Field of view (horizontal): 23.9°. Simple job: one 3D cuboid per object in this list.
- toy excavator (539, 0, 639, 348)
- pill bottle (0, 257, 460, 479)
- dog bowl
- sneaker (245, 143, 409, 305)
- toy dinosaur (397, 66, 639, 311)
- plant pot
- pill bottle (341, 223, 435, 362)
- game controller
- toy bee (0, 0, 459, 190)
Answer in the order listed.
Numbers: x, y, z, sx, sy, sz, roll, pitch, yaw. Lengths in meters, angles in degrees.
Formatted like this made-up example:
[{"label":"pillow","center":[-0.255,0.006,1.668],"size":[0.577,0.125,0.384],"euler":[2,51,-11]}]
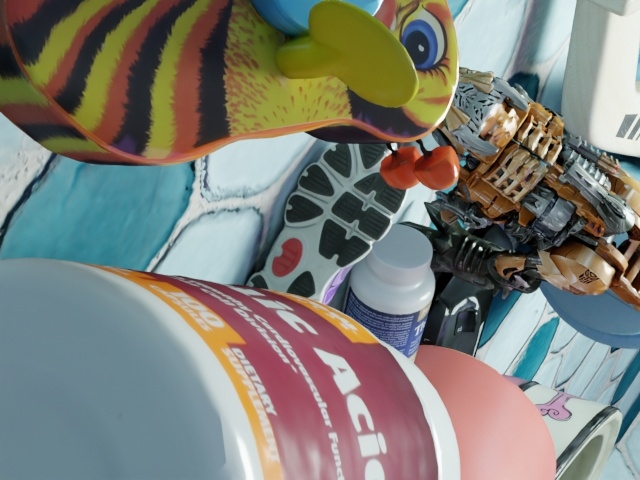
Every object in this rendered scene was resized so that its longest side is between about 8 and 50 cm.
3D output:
[{"label":"toy excavator","center":[0.295,-0.087,1.394],"size":[0.445,0.222,0.433],"euler":[-8,126,-54]},{"label":"pill bottle","center":[-0.065,0.132,0.800],"size":[0.224,0.224,0.392],"euler":[-61,160,6]},{"label":"dog bowl","center":[0.190,0.338,1.799],"size":[0.408,0.150,0.408],"euler":[-48,158,-28]},{"label":"sneaker","center":[0.000,0.000,1.025],"size":[0.170,0.068,0.071],"euler":[-54,176,12]},{"label":"toy dinosaur","center":[0.175,-0.012,1.144],"size":[0.164,0.218,0.322],"euler":[-35,111,-17]},{"label":"plant pot","center":[0.061,0.229,1.217],"size":[0.243,0.275,0.275],"euler":[-50,160,-47]},{"label":"pill bottle","center":[0.052,0.047,1.178],"size":[0.067,0.067,0.120],"euler":[-41,154,-40]},{"label":"game controller","center":[0.115,0.125,1.472],"size":[0.319,0.067,0.166],"euler":[100,14,-45]},{"label":"toy bee","center":[0.003,-0.083,0.667],"size":[0.298,0.195,0.162],"euler":[-21,105,-10]}]
